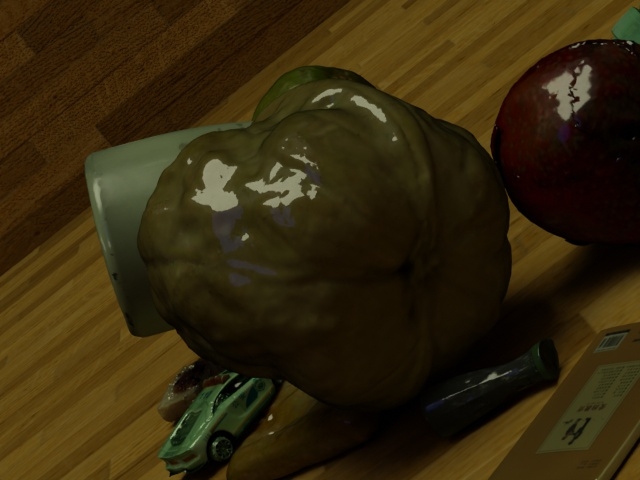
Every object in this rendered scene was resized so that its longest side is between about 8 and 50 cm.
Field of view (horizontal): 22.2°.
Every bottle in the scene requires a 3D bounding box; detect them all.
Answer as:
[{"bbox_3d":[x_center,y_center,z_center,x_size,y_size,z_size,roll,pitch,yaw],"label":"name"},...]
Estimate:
[{"bbox_3d":[-0.061,-0.032,1.759,0.351,0.229,0.229,-16,13,-6],"label":"bottle"}]

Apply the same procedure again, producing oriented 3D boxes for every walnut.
[{"bbox_3d":[0.009,0.005,1.334,0.282,0.253,0.277,-39,23,-32],"label":"walnut"}]

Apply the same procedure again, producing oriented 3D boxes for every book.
[{"bbox_3d":[0.196,0.114,1.135,0.172,0.012,0.118,-47,17,-31],"label":"book"}]

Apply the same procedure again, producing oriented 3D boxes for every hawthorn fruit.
[{"bbox_3d":[0.229,-0.073,1.353,0.181,0.181,0.235,-43,2,-15],"label":"hawthorn fruit"}]

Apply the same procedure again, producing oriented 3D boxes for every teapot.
[{"bbox_3d":[0.132,0.111,1.249,0.110,0.043,0.043,-30,17,24],"label":"teapot"}]

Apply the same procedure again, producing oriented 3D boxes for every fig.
[{"bbox_3d":[-0.028,-0.143,2.184,0.233,0.167,0.167,-27,17,19],"label":"fig"}]

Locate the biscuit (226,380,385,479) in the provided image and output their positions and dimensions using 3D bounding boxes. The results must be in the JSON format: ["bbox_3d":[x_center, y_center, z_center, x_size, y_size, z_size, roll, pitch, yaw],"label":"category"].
[{"bbox_3d":[0.006,0.145,1.460,0.183,0.039,0.174,-26,17,41],"label":"biscuit"}]

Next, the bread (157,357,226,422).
[{"bbox_3d":[-0.140,0.160,1.780,0.070,0.035,0.083,-30,20,37],"label":"bread"}]

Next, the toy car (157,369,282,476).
[{"bbox_3d":[-0.092,0.159,1.619,0.186,0.058,0.093,-48,15,-29],"label":"toy car"}]

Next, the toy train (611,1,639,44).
[{"bbox_3d":[0.345,-0.207,1.648,0.099,0.070,0.172,-46,12,13],"label":"toy train"}]
